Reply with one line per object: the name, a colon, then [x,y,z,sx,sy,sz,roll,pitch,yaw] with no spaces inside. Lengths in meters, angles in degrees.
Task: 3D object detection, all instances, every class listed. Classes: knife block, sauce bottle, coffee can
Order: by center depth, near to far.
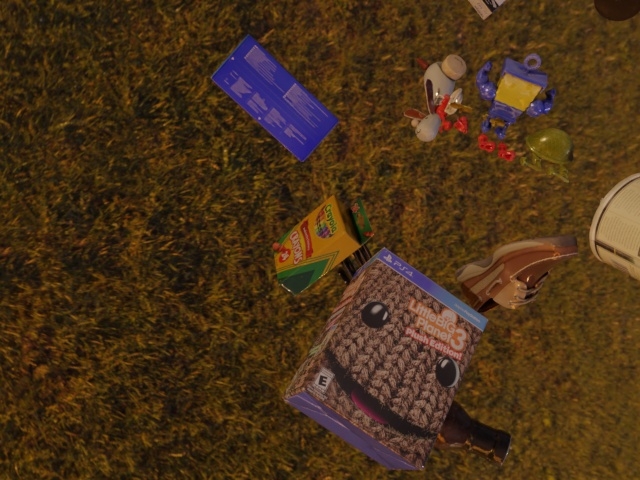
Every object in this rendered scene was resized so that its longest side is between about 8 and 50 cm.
coffee can: [0.675,0.010,1.009,0.201,0.275,0.202,-10,117,-19]
sauce bottle: [0.219,0.367,1.160,0.111,0.344,0.111,-57,160,-33]
knife block: [0.180,0.137,1.725,0.275,0.088,0.242,17,99,5]

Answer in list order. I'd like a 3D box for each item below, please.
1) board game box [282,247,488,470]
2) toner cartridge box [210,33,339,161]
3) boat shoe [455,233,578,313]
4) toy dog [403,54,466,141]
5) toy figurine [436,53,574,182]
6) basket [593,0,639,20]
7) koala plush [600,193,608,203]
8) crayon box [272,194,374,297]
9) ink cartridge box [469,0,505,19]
board game box: [0.115,0.206,0.964,0.232,0.141,0.291,34,63,-3]
toner cartridge box: [-0.128,-0.402,1.589,0.348,0.075,0.165,42,92,-11]
boat shoe: [0.384,0.072,1.074,0.123,0.324,0.116,-7,75,-16]
toy dog: [0.367,-0.505,1.869,0.161,0.220,0.334,27,45,-6]
toy figurine: [0.481,-0.322,1.306,0.362,0.217,0.191,23,38,4]
basket: [0.861,-0.736,1.536,0.227,0.154,0.204,-57,134,-23]
koala plush: [0.866,-0.064,1.449,0.196,0.221,0.203,-7,120,-32]
crayon box: [0.000,0.000,1.671,0.318,0.202,0.081,-39,124,17]
ink cartridge box: [0.383,-0.664,1.370,0.097,0.046,0.207,-42,97,-10]
